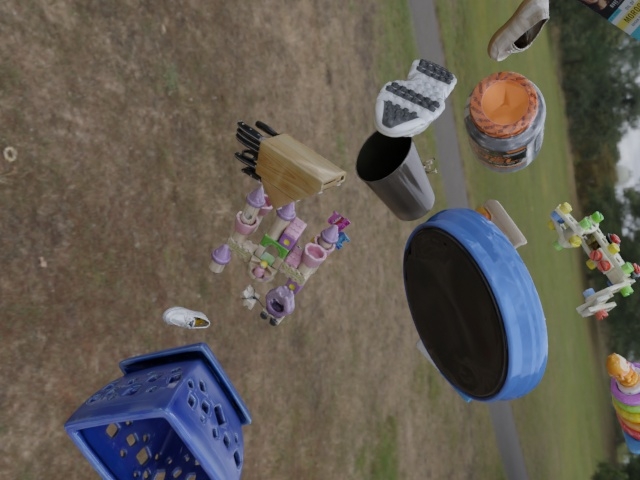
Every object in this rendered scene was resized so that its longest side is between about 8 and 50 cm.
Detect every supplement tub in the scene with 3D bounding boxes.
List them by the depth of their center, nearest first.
[{"bbox_3d":[0.460,-0.293,1.694,0.316,0.193,0.194,27,59,-71],"label":"supplement tub"}]

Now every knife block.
[{"bbox_3d":[-0.092,-0.209,1.652,0.088,0.275,0.242,-27,97,-41],"label":"knife block"}]

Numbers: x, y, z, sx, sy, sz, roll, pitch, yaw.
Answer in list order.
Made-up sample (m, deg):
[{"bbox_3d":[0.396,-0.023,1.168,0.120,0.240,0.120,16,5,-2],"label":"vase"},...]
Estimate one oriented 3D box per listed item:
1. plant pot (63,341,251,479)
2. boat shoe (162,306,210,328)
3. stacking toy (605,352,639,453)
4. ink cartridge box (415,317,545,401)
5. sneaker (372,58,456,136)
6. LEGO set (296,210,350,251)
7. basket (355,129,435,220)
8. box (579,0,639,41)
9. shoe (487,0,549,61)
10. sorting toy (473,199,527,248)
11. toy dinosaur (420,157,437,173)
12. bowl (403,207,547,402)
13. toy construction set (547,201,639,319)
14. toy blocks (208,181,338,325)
[{"bbox_3d":[-0.270,0.327,1.231,0.236,0.235,0.212,63,25,-24],"label":"plant pot"},{"bbox_3d":[-0.253,0.151,1.289,0.100,0.035,0.035,19,98,-48],"label":"boat shoe"},{"bbox_3d":[0.733,0.346,1.568,0.302,0.165,0.175,45,33,-32],"label":"stacking toy"},{"bbox_3d":[0.429,0.252,1.856,0.129,0.223,0.307,-16,143,-39],"label":"ink cartridge box"},{"bbox_3d":[0.164,-0.232,1.224,0.292,0.110,0.118,-46,164,-54],"label":"sneaker"},{"bbox_3d":[0.000,0.000,2.093,0.087,0.227,0.093,43,14,-43],"label":"LEGO set"},{"bbox_3d":[0.215,-0.170,1.846,0.227,0.154,0.204,51,52,-44],"label":"basket"},{"bbox_3d":[0.572,-0.435,1.220,0.060,0.244,0.100,-55,178,-33],"label":"box"},{"bbox_3d":[0.420,-0.436,1.440,0.219,0.076,0.058,119,-51,-71],"label":"shoe"},{"bbox_3d":[0.377,-0.001,1.672,0.038,0.208,0.193,49,14,-35],"label":"sorting toy"},{"bbox_3d":[0.327,-0.229,2.208,0.053,0.092,0.183,67,28,-13],"label":"toy dinosaur"},{"bbox_3d":[0.283,0.131,1.331,0.391,0.077,0.391,163,-90,-71],"label":"bowl"},{"bbox_3d":[0.758,0.054,1.876,0.215,0.151,0.328,4,66,-41],"label":"toy construction set"},{"bbox_3d":[-0.115,-0.001,1.847,0.260,0.288,0.309,-58,176,39],"label":"toy blocks"}]
